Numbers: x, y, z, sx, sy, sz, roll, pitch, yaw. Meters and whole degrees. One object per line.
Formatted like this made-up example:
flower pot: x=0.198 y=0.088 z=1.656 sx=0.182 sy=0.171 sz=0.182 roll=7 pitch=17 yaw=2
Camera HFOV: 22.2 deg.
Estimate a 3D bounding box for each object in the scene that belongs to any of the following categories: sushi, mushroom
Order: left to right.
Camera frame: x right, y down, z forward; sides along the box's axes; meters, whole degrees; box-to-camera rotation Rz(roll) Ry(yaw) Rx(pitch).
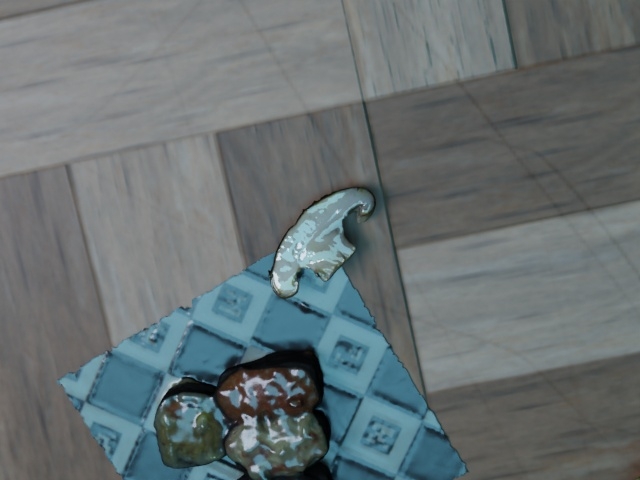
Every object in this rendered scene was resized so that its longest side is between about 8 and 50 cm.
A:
sushi: x=-0.045 y=0.144 z=1.201 sx=0.231 sy=0.047 sz=0.220 roll=-31 pitch=98 yaw=8
mushroom: x=0.000 y=0.000 z=1.178 sx=0.101 sy=0.019 sz=0.049 roll=-45 pitch=80 yaw=3

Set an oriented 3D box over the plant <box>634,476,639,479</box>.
plant: x=0.313 y=0.282 z=1.144 sx=0.305 sy=0.297 sz=0.261 roll=20 pitch=71 yaw=14
